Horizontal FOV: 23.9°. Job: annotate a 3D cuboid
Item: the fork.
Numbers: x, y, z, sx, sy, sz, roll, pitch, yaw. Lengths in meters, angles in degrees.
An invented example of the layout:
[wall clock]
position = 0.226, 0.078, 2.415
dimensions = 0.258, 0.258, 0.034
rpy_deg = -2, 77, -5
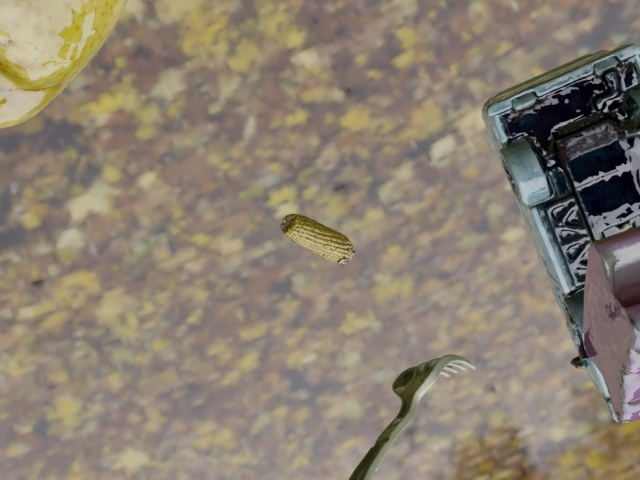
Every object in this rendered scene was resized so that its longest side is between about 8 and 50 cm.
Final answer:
[fork]
position = 0.036, 0.116, 0.898
dimensions = 0.034, 0.028, 0.219
rpy_deg = -15, -166, 34

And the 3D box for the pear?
[pear]
position = -0.175, -0.143, 0.787
dimensions = 0.178, 0.178, 0.178
rpy_deg = -17, 147, -11

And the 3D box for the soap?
[soap]
position = 0.246, 0.020, 0.822
dimensions = 0.203, 0.065, 0.122
rpy_deg = -19, 149, -5

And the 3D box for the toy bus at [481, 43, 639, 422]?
[toy bus]
position = 0.229, -0.011, 1.205
dimensions = 0.133, 0.271, 0.165
rpy_deg = -23, -171, 1

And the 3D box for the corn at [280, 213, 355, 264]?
[corn]
position = 0.000, 0.000, 1.299
dimensions = 0.083, 0.028, 0.027
rpy_deg = 26, 109, -41
